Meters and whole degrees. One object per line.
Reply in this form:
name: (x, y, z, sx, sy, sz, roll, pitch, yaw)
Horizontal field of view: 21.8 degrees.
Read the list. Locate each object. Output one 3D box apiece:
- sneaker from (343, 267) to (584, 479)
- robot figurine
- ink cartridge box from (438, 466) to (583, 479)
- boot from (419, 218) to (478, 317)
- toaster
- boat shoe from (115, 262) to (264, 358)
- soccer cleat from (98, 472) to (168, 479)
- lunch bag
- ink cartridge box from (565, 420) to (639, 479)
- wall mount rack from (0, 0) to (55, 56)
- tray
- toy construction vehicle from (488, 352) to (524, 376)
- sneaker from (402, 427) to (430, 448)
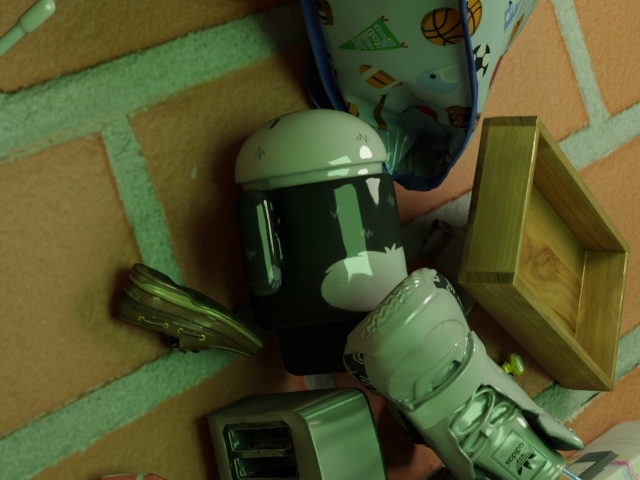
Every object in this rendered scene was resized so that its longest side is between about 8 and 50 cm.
sneaker: (0.155, 0.165, 1.696, 0.137, 0.210, 0.366, -46, 156, -6)
robot figurine: (-0.001, 0.000, 1.764, 0.174, 0.209, 0.278, -9, 91, -5)
ink cartridge box: (0.189, 0.437, 1.818, 0.270, 0.151, 0.395, 32, 57, 4)
boot: (0.156, 0.030, 1.991, 0.087, 0.042, 0.118, 37, 37, -15)
toaster: (-0.017, 0.243, 1.698, 0.110, 0.186, 0.168, -16, 96, -50)
boat shoe: (-0.135, 0.083, 1.697, 0.178, 0.064, 0.060, 30, 94, -37)
soccer cleat: (-0.187, 0.346, 1.598, 0.095, 0.083, 0.248, 12, 79, -13)
lunch bag: (0.127, -0.289, 1.880, 0.385, 0.239, 0.327, 72, 36, -49)
ink cartridge box: (0.360, 0.381, 2.100, 0.353, 0.119, 0.207, -24, 101, -45)
wall mount rack: (-0.399, -0.151, 1.409, 0.350, 0.130, 0.304, 45, 55, -32)
tray: (0.279, 0.028, 2.019, 0.411, 0.076, 0.202, 42, 53, -58)
toy construction vehicle: (0.219, 0.183, 2.055, 0.098, 0.035, 0.085, -20, 87, -48)
sneaker: (0.131, 0.163, 1.955, 0.077, 0.072, 0.178, 50, 47, -58)
